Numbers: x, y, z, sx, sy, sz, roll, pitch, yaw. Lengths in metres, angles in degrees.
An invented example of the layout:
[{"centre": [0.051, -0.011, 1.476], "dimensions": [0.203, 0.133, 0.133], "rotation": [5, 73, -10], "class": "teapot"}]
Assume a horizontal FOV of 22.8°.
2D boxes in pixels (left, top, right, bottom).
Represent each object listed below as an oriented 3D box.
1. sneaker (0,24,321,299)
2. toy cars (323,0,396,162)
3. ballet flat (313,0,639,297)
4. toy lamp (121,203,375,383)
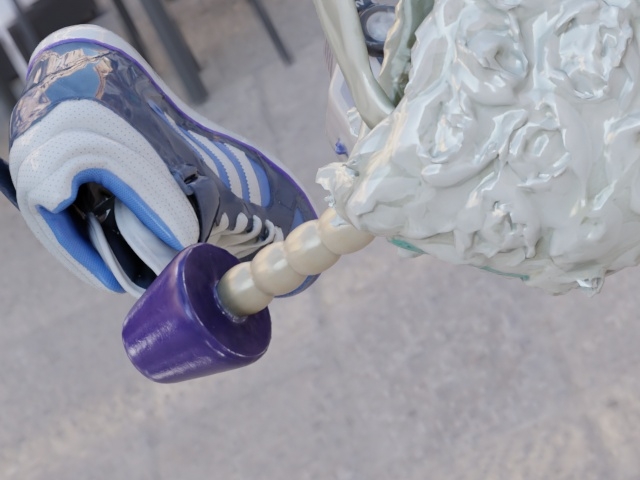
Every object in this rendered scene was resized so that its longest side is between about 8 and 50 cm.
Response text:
[{"centre": [-0.108, 0.000, 1.202], "dimensions": [0.130, 0.323, 0.236], "rotation": [-34, 34, 19], "class": "sneaker"}, {"centre": [0.003, -0.161, 1.005], "dimensions": [0.087, 0.393, 0.176], "rotation": [-26, 23, -12], "class": "toy cars"}, {"centre": [0.048, -0.185, 0.530], "dimensions": [0.147, 0.408, 0.147], "rotation": [-2, -7, 0], "class": "ballet flat"}, {"centre": [0.000, 0.000, 0.866], "dimensions": [0.275, 0.080, 0.080], "rotation": [-34, 20, 29], "class": "toy lamp"}]
